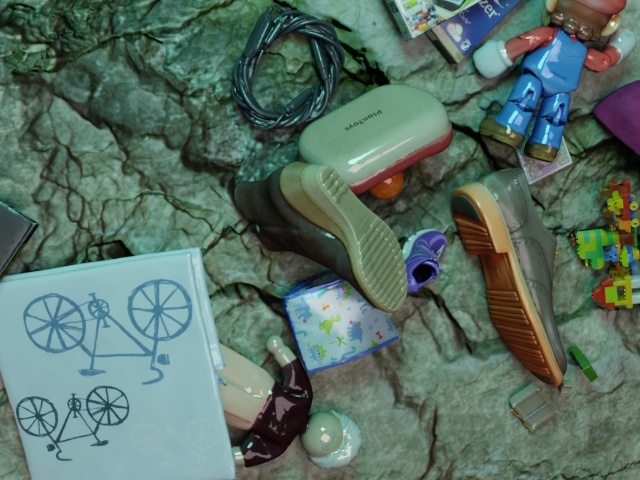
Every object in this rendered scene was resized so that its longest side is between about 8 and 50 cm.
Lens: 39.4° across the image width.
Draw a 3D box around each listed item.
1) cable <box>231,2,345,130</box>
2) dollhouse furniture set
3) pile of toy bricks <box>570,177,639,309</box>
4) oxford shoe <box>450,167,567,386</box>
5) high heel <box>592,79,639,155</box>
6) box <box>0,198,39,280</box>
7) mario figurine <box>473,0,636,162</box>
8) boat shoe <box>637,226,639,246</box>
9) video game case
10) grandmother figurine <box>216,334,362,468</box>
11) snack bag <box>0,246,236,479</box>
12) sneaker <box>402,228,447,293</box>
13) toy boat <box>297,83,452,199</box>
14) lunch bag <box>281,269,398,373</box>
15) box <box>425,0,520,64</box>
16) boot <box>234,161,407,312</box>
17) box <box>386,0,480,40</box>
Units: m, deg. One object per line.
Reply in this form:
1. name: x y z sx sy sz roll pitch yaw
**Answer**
1. cable: -0.048 -0.243 1.308 0.150 0.047 0.184 23 88 -23
2. dollhouse furniture set: 0.389 0.246 1.513 0.151 0.058 0.076 -38 115 11
3. pile of toy bricks: 0.468 0.003 1.476 0.105 0.118 0.212 -7 118 12
4. oxford shoe: 0.336 0.059 1.420 0.132 0.130 0.364 -27 104 -18
5. high heel: 0.594 -0.091 1.466 0.127 0.181 0.377 -31 101 -57
6. box: -0.506 0.001 1.182 0.190 0.045 0.184 35 89 -8
7. mario figurine: 0.367 -0.290 1.400 0.198 0.170 0.321 17 99 -50
8. boat shoe: 0.585 0.076 1.523 0.076 0.080 0.229 -18 101 -8
9. video game case: 0.354 -0.164 1.453 0.087 0.011 0.122 -26 104 -12
10. grandmother figurine: -0.092 0.248 1.329 0.342 0.104 0.208 28 97 -16
11. snack bag: -0.283 0.195 1.232 0.323 0.037 0.343 -10 100 10
12. sneaker: 0.159 0.039 1.361 0.170 0.071 0.068 -46 123 -47
13. toy boat: 0.089 -0.125 1.328 0.231 0.151 0.151 -29 135 -11
14. lunch bag: 0.024 0.114 1.344 0.151 0.096 0.129 -23 102 -25
15. box: 0.242 -0.399 1.376 0.225 0.036 0.136 -45 107 -8
16. boot: 0.000 0.000 1.274 0.090 0.207 0.248 -43 110 -33
17. box: 0.192 -0.395 1.323 0.207 0.036 0.114 -31 103 -10
